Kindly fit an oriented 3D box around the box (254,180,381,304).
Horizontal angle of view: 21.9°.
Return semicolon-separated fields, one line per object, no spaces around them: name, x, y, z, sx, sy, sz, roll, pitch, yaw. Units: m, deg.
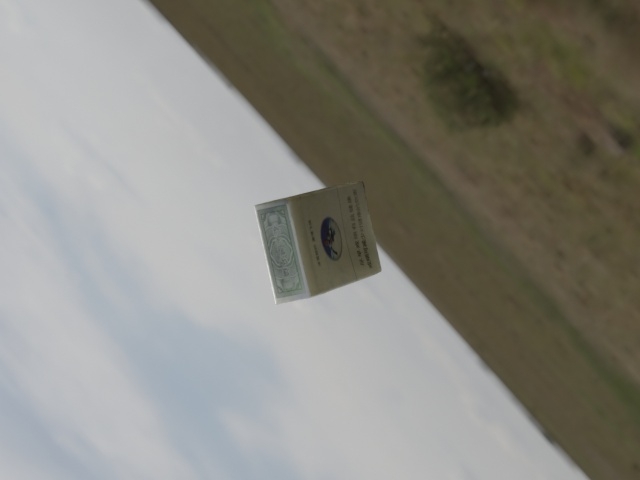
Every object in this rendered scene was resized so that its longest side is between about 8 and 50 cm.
box;0.000;0.000;0.872;0.083;0.024;0.054;-17;-83;-60
